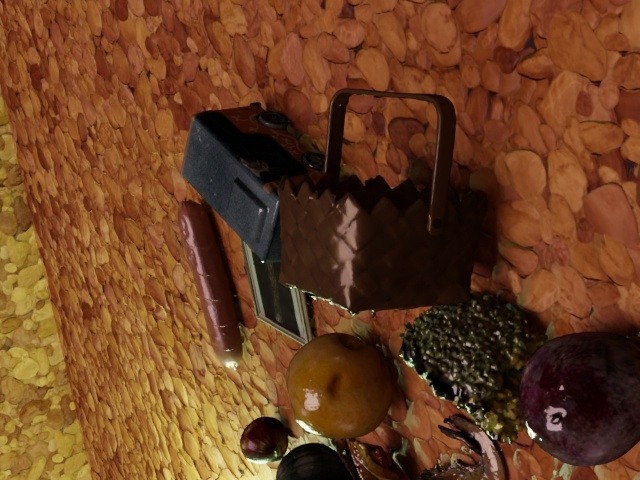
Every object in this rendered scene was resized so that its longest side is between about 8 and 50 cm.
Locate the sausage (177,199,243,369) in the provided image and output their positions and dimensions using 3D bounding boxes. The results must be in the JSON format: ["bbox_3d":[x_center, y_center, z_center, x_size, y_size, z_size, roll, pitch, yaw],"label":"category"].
[{"bbox_3d":[-0.254,0.111,2.248,0.088,0.088,0.433,3,111,56],"label":"sausage"}]

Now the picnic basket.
[{"bbox_3d":[0.095,-0.063,1.433,0.254,0.291,0.321,15,105,52],"label":"picnic basket"}]

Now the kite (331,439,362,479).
[{"bbox_3d":[0.084,0.500,1.911,0.335,0.011,0.314,-114,-3,-51],"label":"kite"}]

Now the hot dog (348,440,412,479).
[{"bbox_3d":[0.134,0.480,1.857,0.123,0.093,0.261,56,169,53],"label":"hot dog"}]

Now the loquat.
[{"bbox_3d":[0.026,0.279,1.806,0.213,0.213,0.213,33,133,44],"label":"loquat"}]

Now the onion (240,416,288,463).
[{"bbox_3d":[-0.132,0.465,2.237,0.118,0.117,0.118,8,105,33],"label":"onion"}]

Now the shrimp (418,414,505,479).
[{"bbox_3d":[0.238,0.388,1.698,0.219,0.046,0.152,-20,91,54],"label":"shrimp"}]

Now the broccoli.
[{"bbox_3d":[0.264,0.187,1.494,0.180,0.273,0.242,-50,42,5],"label":"broccoli"}]

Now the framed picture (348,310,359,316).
[{"bbox_3d":[0.001,0.000,1.864,0.265,0.018,0.192,43,139,36],"label":"framed picture"}]

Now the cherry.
[{"bbox_3d":[0.365,0.206,1.282,0.195,0.195,0.195,33,133,44],"label":"cherry"}]

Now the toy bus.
[{"bbox_3d":[-0.105,-0.111,1.775,0.323,0.194,0.162,45,131,35],"label":"toy bus"}]

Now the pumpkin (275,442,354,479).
[{"bbox_3d":[-0.023,0.562,2.044,0.250,0.216,0.250,-176,90,-82],"label":"pumpkin"}]

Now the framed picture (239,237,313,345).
[{"bbox_3d":[-0.103,0.076,2.039,0.231,0.018,0.293,21,128,52],"label":"framed picture"}]
